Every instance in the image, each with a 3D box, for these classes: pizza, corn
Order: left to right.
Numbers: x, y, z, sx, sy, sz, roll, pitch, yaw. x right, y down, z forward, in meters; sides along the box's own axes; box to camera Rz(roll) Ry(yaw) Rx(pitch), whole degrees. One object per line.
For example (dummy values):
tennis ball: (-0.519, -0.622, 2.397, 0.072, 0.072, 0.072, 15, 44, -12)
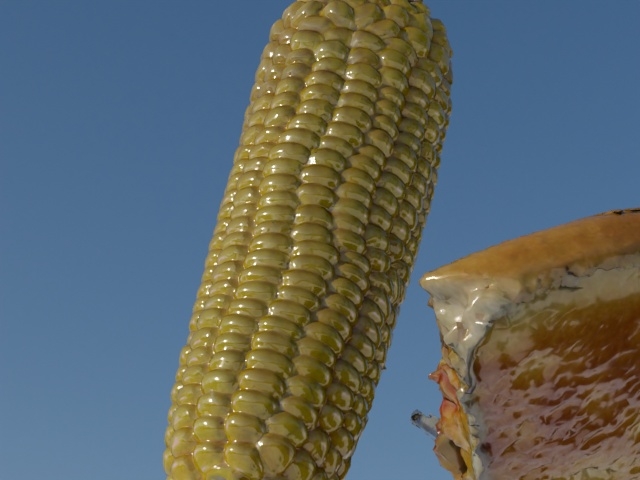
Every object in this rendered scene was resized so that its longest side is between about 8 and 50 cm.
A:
corn: (0.000, 0.000, 0.655, 0.106, 0.305, 0.106, 9, -33, 6)
pizza: (0.089, 0.058, 0.484, 0.201, 0.053, 0.193, 9, -55, -37)

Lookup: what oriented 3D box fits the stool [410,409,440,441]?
stool: (0.234, 0.099, 0.767, 0.269, 0.244, 0.170, 41, -6, -1)
